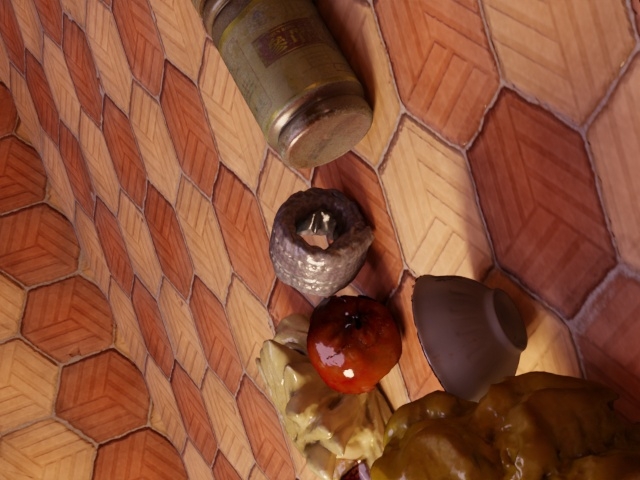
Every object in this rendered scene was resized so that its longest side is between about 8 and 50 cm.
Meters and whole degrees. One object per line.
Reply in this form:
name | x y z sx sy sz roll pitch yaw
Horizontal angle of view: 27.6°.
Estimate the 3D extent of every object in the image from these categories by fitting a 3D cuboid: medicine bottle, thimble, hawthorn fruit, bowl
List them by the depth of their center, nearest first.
bowl | 0.196 0.111 1.589 0.086 0.189 0.189 -28 80 26
medicine bottle | -0.059 -0.267 1.821 0.322 0.151 0.151 61 156 21
thimble | -0.002 0.001 1.923 0.150 0.150 0.098 56 149 31
hawthorn fruit | 0.051 0.164 1.949 0.148 0.148 0.172 53 160 36

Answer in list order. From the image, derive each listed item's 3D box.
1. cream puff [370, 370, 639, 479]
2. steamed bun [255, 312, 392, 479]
cream puff | 0.229 0.261 1.410 0.324 0.291 0.257 45 109 34
steamed bun | 0.005 0.276 2.099 0.428 0.189 0.247 58 148 29
